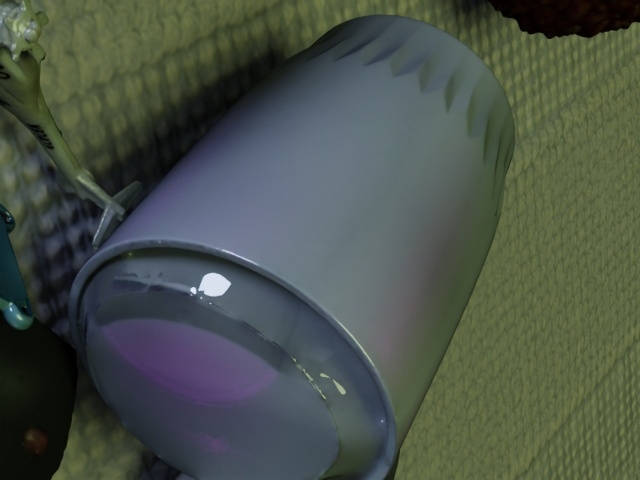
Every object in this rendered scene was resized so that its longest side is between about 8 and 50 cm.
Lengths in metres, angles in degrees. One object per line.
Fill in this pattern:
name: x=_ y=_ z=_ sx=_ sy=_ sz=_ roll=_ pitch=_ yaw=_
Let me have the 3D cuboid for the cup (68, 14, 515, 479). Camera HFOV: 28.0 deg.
cup: x=0.000 y=0.000 z=0.986 sx=0.371 sy=0.253 sz=0.253 roll=-57 pitch=139 yaw=-42

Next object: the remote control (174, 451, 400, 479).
remote control: x=-0.044 y=0.237 z=1.097 sx=0.332 sy=0.103 sz=0.221 roll=-52 pitch=138 yaw=-23

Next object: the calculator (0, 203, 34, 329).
calculator: x=-0.222 y=-0.009 z=0.808 sx=0.094 sy=0.019 sz=0.141 roll=31 pitch=32 yaw=-61

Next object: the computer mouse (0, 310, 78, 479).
computer mouse: x=-0.242 y=0.106 z=0.818 sx=0.295 sy=0.087 sz=0.168 roll=38 pitch=64 yaw=-54

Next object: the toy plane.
toy plane: x=-0.199 y=-0.102 z=0.828 sx=0.092 sy=0.108 sz=0.286 roll=-62 pitch=154 yaw=-26

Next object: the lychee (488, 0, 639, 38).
lychee: x=0.264 y=-0.337 z=1.304 sx=0.264 sy=0.300 sz=0.264 roll=7 pitch=72 yaw=-21
